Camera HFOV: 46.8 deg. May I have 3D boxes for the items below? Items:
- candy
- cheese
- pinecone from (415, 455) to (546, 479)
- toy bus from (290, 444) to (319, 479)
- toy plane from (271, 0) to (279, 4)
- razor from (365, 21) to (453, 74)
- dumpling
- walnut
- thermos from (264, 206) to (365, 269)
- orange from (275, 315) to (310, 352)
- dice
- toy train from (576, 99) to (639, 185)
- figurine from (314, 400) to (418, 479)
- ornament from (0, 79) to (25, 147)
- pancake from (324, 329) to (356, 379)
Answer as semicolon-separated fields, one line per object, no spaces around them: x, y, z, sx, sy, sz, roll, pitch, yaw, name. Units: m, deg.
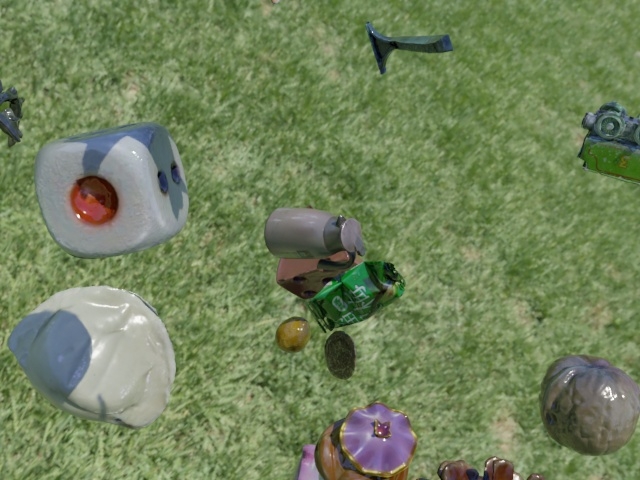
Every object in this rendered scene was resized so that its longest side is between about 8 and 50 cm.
0.073;0.110;1.500;0.141;0.203;0.078;59;6;-40;candy
0.004;0.013;1.679;0.128;0.203;0.177;32;46;-45;cheese
0.196;0.376;0.889;0.264;0.264;0.264;24;42;-24;pinecone
-0.008;0.658;1.846;0.162;0.386;0.171;19;47;6;toy bus
-0.066;-0.400;0.864;0.244;0.245;0.117;24;2;-23;toy plane
0.103;-0.221;0.829;0.066;0.033;0.190;69;-11;-18;razor
-0.510;0.270;1.743;0.395;0.315;0.233;41;0;-10;dumpling
0.652;0.404;1.808;0.248;0.248;0.248;24;42;-24;walnut
0.000;0.000;1.461;0.105;0.193;0.137;-47;126;-39;thermos
-0.064;0.225;1.774;0.085;0.095;0.085;42;14;-13;orange
-0.334;-0.084;1.205;0.192;0.193;0.194;-63;142;-73;dice
0.392;-0.096;0.827;0.202;0.081;0.060;18;31;20;toy train
0.066;0.341;1.117;0.142;0.263;0.189;39;65;22;figurine
-0.356;-0.191;0.722;0.080;0.236;0.202;-14;70;-10;ornament
0.043;0.251;1.625;0.011;0.115;0.115;-3;57;-41;pancake
